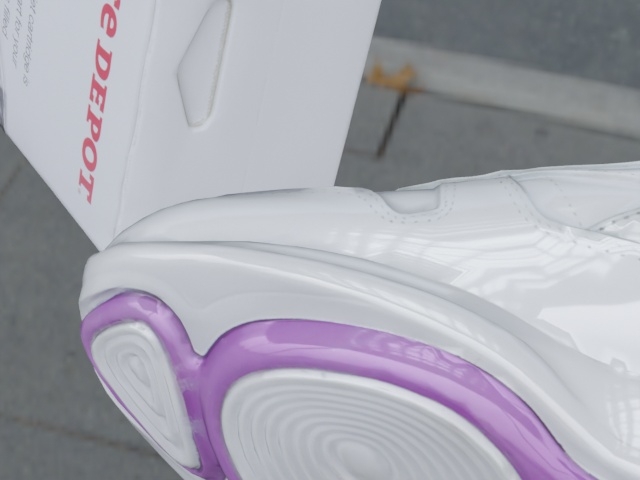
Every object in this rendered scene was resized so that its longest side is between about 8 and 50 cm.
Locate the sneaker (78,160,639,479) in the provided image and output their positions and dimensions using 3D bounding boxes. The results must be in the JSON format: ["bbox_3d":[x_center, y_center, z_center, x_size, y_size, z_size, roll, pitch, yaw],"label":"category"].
[{"bbox_3d":[0.091,0.030,0.475,0.305,0.114,0.152,8,38,13],"label":"sneaker"}]

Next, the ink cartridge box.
[{"bbox_3d":[-0.105,-0.169,0.886,0.129,0.223,0.307,-14,45,-32],"label":"ink cartridge box"}]
